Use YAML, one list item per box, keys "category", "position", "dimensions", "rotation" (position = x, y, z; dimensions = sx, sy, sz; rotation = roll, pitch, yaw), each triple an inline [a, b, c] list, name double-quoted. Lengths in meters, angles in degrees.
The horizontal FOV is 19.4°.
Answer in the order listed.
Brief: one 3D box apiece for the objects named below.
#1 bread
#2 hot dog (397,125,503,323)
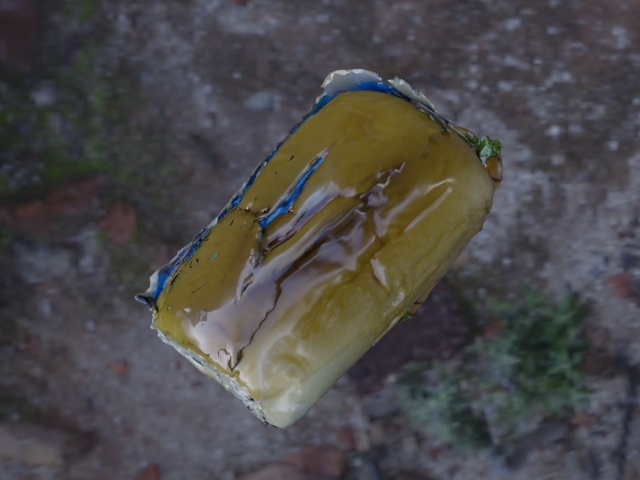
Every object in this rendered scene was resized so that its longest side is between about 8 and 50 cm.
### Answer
- category: "bread"
  position: [0.000, 0.000, 0.562]
  dimensions: [0.106, 0.053, 0.072]
  rotation: [-48, 52, -8]
- category: "hot dog"
  position: [0.050, -0.005, 0.939]
  dimensions: [0.049, 0.037, 0.122]
  rotation: [32, 111, 11]
